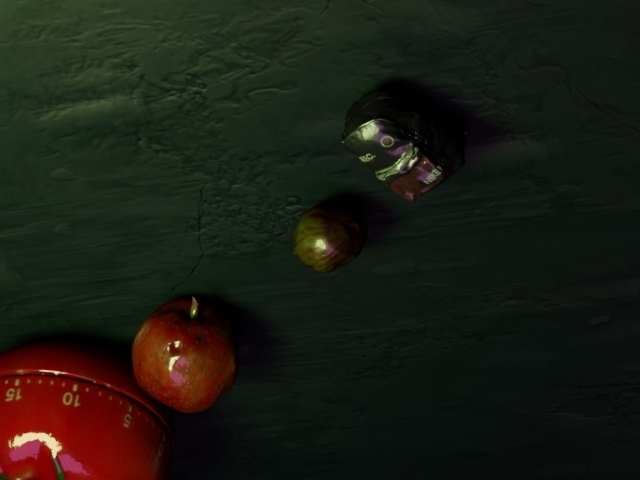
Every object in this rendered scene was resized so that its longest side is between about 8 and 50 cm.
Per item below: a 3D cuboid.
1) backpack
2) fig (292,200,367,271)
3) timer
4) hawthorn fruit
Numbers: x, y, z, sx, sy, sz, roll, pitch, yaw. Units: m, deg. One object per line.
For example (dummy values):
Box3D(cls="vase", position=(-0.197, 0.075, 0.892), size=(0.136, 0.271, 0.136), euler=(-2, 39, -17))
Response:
Box3D(cls="backpack", position=(0.108, -0.127, 1.736), size=(0.165, 0.106, 0.120), euler=(24, 139, -22))
Box3D(cls="fig", position=(0.000, 0.000, 1.895), size=(0.109, 0.103, 0.154), euler=(11, 158, -39))
Box3D(cls="timer", position=(-0.438, 0.340, 2.187), size=(0.378, 0.279, 0.378), euler=(3, 139, 3))
Box3D(cls="hawthorn fruit", position=(-0.212, 0.169, 2.064), size=(0.179, 0.179, 0.200), euler=(11, 116, -4))
